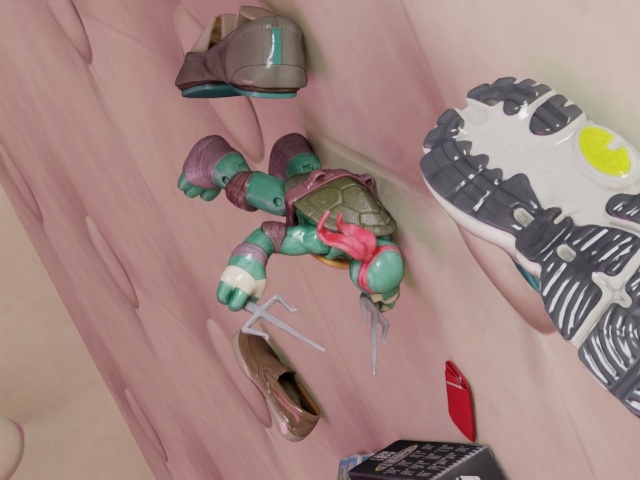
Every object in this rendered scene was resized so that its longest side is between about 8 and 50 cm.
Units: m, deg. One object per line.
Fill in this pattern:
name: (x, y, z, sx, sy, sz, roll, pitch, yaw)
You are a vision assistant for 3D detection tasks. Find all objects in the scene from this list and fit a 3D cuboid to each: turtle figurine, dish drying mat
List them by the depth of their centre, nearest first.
turtle figurine: (0.000, 0.000, 1.408, 0.175, 0.118, 0.234, 17, -159, -40)
dish drying mat: (0.107, 0.124, 1.495, 0.032, 0.008, 0.083, 50, 163, 31)

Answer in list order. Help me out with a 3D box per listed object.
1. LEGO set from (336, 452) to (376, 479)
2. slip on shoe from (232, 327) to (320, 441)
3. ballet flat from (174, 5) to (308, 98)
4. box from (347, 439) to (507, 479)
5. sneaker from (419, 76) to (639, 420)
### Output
LEGO set: (0.000, 0.327, 1.904, 0.182, 0.060, 0.244, 147, 134, -77)
slip on shoe: (-0.044, 0.142, 2.010, 0.041, 0.051, 0.135, -46, 60, 35)
ballet flat: (-0.057, -0.139, 1.443, 0.213, 0.072, 0.068, -168, 77, -71)
box: (0.129, 0.273, 1.622, 0.216, 0.060, 0.270, 60, 166, -1)
sneaker: (0.158, 0.015, 0.956, 0.110, 0.107, 0.275, 46, -175, -44)
